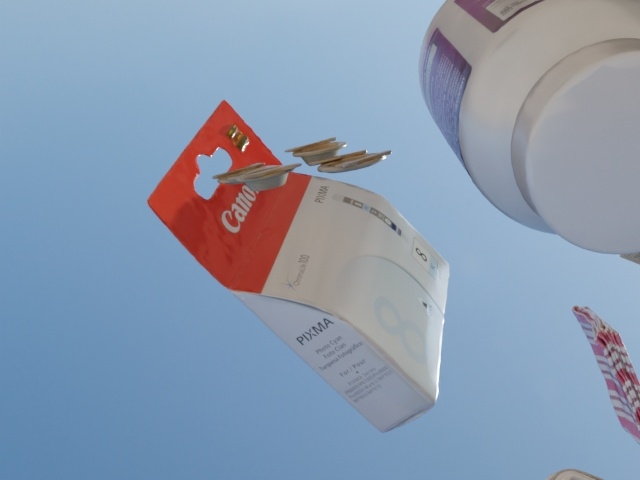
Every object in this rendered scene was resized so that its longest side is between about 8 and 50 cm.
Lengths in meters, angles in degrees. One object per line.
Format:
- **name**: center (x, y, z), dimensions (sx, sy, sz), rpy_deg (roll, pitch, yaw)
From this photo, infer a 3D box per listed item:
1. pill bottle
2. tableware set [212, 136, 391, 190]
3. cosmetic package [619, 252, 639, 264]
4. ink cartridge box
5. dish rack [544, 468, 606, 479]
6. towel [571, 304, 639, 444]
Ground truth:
- **pill bottle**: center (0.175, -0.103, 0.655), dimensions (0.169, 0.169, 0.301), rpy_deg (-11, -158, 2)
- **tableware set**: center (-0.022, -0.073, 0.843), dimensions (0.141, 0.020, 0.169), rpy_deg (-16, -166, -17)
- **cosmetic package**: center (0.459, 0.011, 1.174), dimensions (0.115, 0.060, 0.041), rpy_deg (21, -128, -10)
- **ink cartridge box**: center (0.000, 0.000, 1.085), dimensions (0.091, 0.385, 0.308), rpy_deg (-36, -163, 27)
- **dish rack**: center (0.474, 0.510, 1.399), dimensions (0.333, 0.072, 0.285), rpy_deg (19, -128, 26)
- **towel**: center (0.375, 0.183, 1.125), dimensions (0.029, 0.197, 0.144), rpy_deg (-24, -173, 6)
